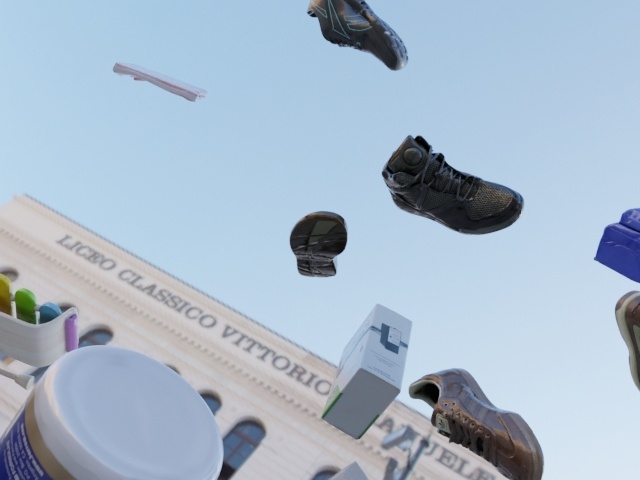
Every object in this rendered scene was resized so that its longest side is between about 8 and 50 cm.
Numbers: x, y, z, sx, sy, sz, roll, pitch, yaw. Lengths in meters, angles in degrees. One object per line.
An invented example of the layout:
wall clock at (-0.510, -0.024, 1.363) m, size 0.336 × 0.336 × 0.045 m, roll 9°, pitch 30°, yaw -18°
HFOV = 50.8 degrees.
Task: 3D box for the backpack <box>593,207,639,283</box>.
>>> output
backpack at (0.467, 0.006, 0.938) m, size 0.098 × 0.120 × 0.101 m, roll 48°, pitch -48°, yaw 48°

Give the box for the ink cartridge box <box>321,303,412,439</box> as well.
ink cartridge box at (0.091, 0.240, 1.264) m, size 0.087 × 0.208 × 0.153 m, roll 30°, pitch -60°, yaw -3°

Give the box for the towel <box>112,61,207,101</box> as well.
towel at (-0.276, -0.274, 1.185) m, size 0.144 × 0.197 × 0.029 m, roll 18°, pitch -79°, yaw -9°

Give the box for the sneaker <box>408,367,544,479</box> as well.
sneaker at (0.156, 0.197, 0.704) m, size 0.188 × 0.071 × 0.066 m, roll -138°, pitch -137°, yaw -67°

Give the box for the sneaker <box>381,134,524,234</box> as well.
sneaker at (0.180, -0.082, 0.989) m, size 0.227 × 0.087 × 0.130 m, roll 22°, pitch -17°, yaw 41°

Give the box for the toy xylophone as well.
toy xylophone at (-0.616, 0.152, 1.268) m, size 0.323 × 0.081 × 0.236 m, roll 27°, pitch -50°, yaw 0°

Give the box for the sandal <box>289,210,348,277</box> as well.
sandal at (0.000, 0.000, 1.070) m, size 0.090 × 0.060 × 0.219 m, roll 4°, pitch -23°, yaw 4°

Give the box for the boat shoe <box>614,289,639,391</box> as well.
boat shoe at (0.589, 0.208, 1.158) m, size 0.257 × 0.095 × 0.095 m, roll 56°, pitch -8°, yaw -20°

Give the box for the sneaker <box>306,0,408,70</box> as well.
sneaker at (0.071, -0.411, 1.322) m, size 0.106 × 0.101 × 0.267 m, roll -44°, pitch -116°, yaw 20°

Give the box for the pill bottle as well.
pill bottle at (-0.208, 0.226, 0.538) m, size 0.153 × 0.153 × 0.264 m, roll 40°, pitch -73°, yaw 8°

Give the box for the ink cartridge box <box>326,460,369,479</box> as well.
ink cartridge box at (0.042, 0.530, 1.300) m, size 0.128 × 0.127 × 0.176 m, roll 52°, pitch -25°, yaw 21°
